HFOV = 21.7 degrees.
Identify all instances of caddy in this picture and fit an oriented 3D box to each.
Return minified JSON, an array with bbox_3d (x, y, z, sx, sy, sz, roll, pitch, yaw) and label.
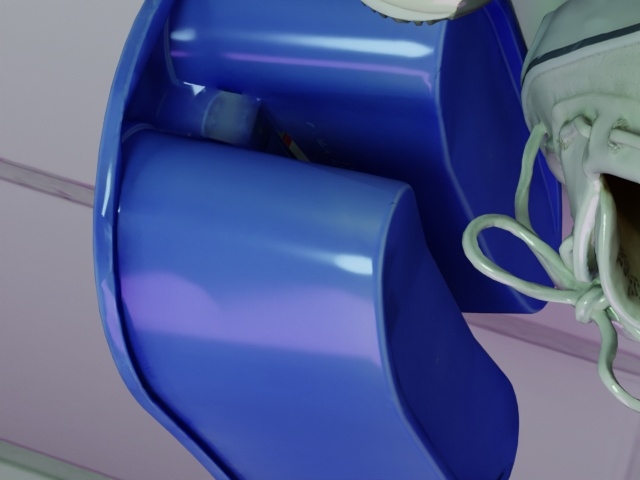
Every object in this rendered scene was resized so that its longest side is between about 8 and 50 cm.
[{"bbox_3d":[0.000,0.000,0.840,0.179,0.241,0.341,7,155,23],"label":"caddy"}]

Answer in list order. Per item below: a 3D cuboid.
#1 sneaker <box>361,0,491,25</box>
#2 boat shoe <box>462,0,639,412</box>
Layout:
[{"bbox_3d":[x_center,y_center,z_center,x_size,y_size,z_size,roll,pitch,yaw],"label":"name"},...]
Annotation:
[{"bbox_3d":[0.014,-0.149,0.633,0.161,0.057,0.075,57,175,37],"label":"sneaker"},{"bbox_3d":[0.142,-0.010,0.686,0.136,0.156,0.367,26,176,-7],"label":"boat shoe"}]
